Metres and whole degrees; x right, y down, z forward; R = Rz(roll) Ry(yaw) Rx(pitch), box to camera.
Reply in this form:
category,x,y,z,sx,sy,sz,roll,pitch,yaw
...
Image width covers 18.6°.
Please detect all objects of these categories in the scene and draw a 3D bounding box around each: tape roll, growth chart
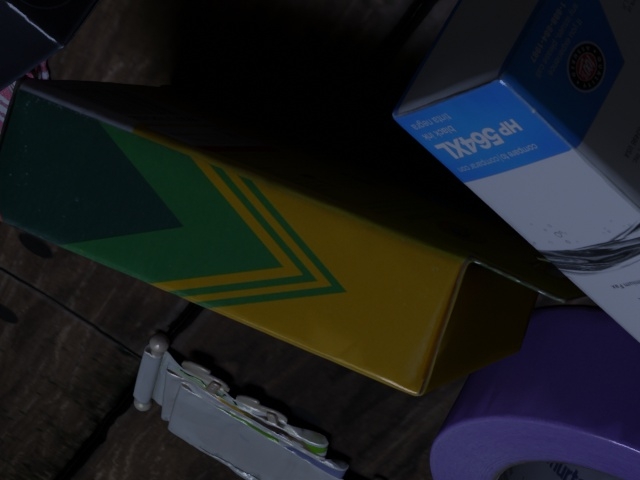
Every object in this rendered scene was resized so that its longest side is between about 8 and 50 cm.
category,x,y,z,sx,sy,sz,roll,pitch,yaw
tape roll,0.211,0.160,1.245,0.274,0.090,0.275,24,153,13
growth chart,-0.054,0.163,1.595,0.237,0.021,0.172,33,153,-4

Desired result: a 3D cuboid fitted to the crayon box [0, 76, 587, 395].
category,x,y,z,sx,sy,sz,roll,pitch,yaw
crayon box,0.000,0.000,1.083,0.318,0.081,0.202,22,-170,19

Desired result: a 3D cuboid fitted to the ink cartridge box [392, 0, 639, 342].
category,x,y,z,sx,sy,sz,roll,pitch,yaw
ink cartridge box,0.154,-0.052,0.874,0.203,0.148,0.086,42,150,-20

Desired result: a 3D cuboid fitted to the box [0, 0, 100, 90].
category,x,y,z,sx,sy,sz,roll,pitch,yaw
box,-0.230,-0.210,1.003,0.270,0.143,0.165,39,153,-17

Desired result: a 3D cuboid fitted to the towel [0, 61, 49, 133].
category,x,y,z,sx,sy,sz,roll,pitch,yaw
towel,-0.253,-0.102,1.337,0.144,0.029,0.197,28,153,7
